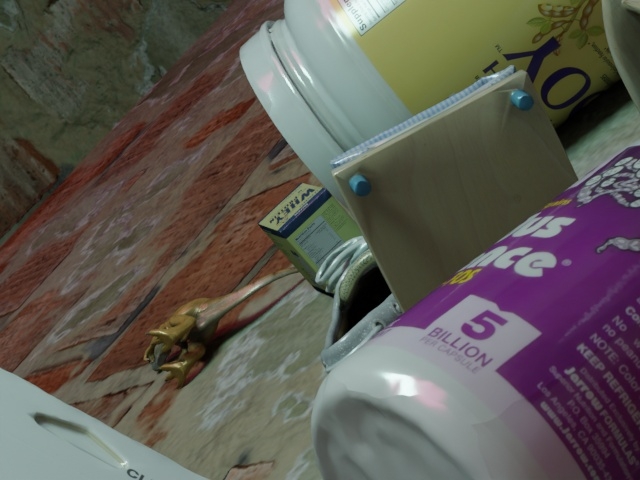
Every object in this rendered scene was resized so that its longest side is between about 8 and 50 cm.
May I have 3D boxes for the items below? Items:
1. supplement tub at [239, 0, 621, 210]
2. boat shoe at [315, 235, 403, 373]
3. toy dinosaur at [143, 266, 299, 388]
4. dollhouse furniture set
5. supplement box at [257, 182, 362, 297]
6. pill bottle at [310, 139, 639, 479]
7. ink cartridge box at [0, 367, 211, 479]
[{"bbox_3d":[0.122,-0.186,1.554,0.331,0.241,0.241,-38,15,13],"label":"supplement tub"},{"bbox_3d":[0.052,0.044,1.341,0.118,0.103,0.320,-36,16,18],"label":"boat shoe"},{"bbox_3d":[-0.111,0.073,1.750,0.211,0.064,0.112,-29,18,38],"label":"toy dinosaur"},{"bbox_3d":[0.117,-0.071,1.152,0.303,0.286,0.198,-30,15,-1],"label":"dollhouse furniture set"},{"bbox_3d":[0.000,0.000,1.636,0.056,0.083,0.083,-43,15,-9],"label":"supplement box"},{"bbox_3d":[0.155,0.051,0.899,0.301,0.169,0.169,-35,11,-27],"label":"pill bottle"},{"bbox_3d":[-0.200,0.230,1.077,0.273,0.197,0.114,-61,2,21],"label":"ink cartridge box"}]
